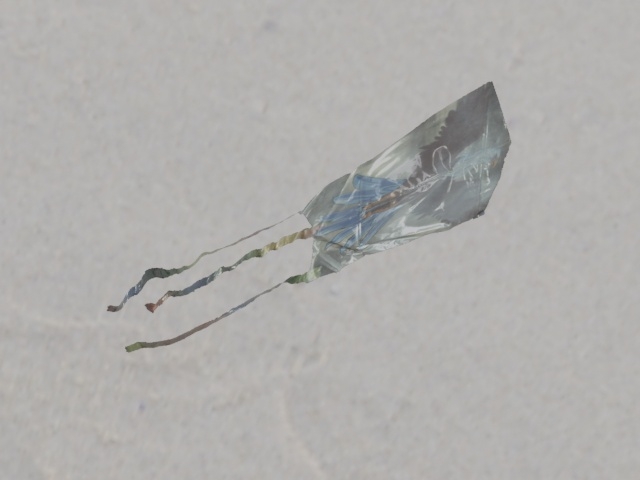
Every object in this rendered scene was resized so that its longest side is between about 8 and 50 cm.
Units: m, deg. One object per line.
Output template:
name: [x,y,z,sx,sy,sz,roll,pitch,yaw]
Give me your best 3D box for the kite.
kite: [0.001,0.002,1.170,0.310,0.169,0.015,-28,63,-7]
